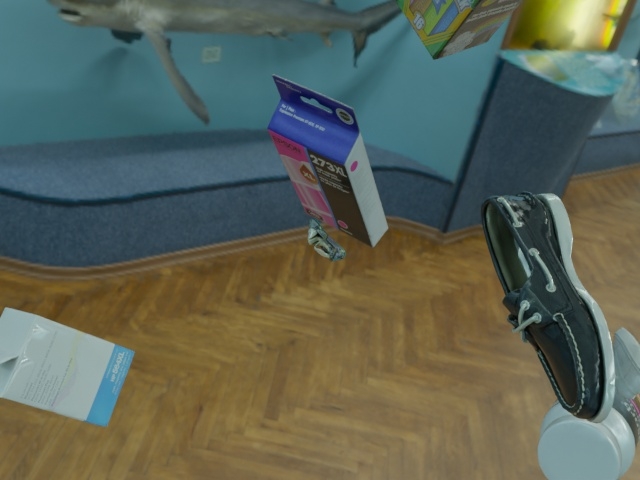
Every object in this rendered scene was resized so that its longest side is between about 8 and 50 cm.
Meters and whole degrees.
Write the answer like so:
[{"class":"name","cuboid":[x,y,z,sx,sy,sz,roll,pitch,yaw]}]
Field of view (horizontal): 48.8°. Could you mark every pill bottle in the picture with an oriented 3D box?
[{"class":"pill bottle","cuboid":[0.493,0.349,1.286,0.162,0.162,0.278,27,18,24]}]

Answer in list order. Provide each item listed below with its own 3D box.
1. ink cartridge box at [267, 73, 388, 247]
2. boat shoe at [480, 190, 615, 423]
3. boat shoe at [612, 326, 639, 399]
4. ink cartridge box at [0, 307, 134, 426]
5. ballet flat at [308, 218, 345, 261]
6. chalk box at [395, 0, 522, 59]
[{"class":"ink cartridge box","cuboid":[0.013,-0.132,1.287,0.176,0.370,0.069,29,69,28]},{"class":"boat shoe","cuboid":[0.256,0.070,0.830,0.091,0.114,0.302,2,48,-8]},{"class":"boat shoe","cuboid":[0.401,0.166,0.926,0.066,0.063,0.184,51,14,1]},{"class":"ink cartridge box","cuboid":[-0.299,0.136,0.772,0.092,0.089,0.143,2,-24,44]},{"class":"ballet flat","cuboid":[0.000,0.000,1.283,0.041,0.041,0.114,-8,40,-35]},{"class":"chalk box","cuboid":[0.236,-0.407,1.092,0.132,0.213,0.132,-24,77,-27]}]
